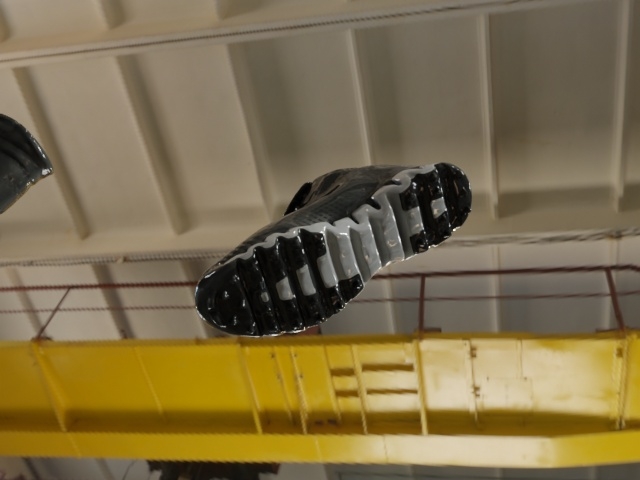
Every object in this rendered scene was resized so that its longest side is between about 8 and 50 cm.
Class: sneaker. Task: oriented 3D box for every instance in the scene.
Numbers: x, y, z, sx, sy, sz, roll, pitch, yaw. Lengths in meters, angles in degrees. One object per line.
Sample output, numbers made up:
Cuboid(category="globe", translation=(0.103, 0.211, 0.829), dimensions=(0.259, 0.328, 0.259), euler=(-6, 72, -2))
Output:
Cuboid(category="sneaker", translation=(-0.458, -0.105, 0.877), dimensions=(0.286, 0.130, 0.109), euler=(19, -30, 25))
Cuboid(category="sneaker", translation=(0.000, 0.000, 0.575), dimensions=(0.106, 0.234, 0.078), euler=(22, -46, 55))
